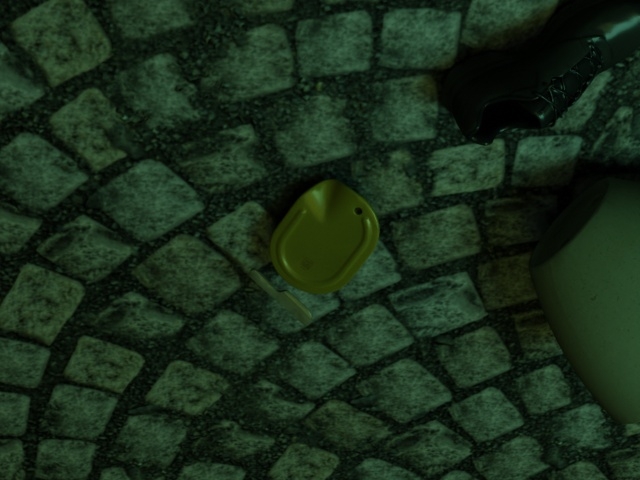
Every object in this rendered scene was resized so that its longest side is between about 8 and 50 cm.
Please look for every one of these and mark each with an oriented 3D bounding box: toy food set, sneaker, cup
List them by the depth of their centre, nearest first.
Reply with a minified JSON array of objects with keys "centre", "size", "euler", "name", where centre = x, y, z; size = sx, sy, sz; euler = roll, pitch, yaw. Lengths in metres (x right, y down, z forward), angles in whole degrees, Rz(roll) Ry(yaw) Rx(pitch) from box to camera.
[{"centre":[0.296,-0.205,1.769],"size":[0.286,0.130,0.109],"euler":[-30,128,16],"name":"sneaker"},{"centre":[0.428,0.052,1.932],"size":[0.237,0.331,0.331],"euler":[39,120,-5],"name":"cup"},{"centre":[0.000,0.000,1.962],"size":[0.128,0.071,0.218],"euler":[36,120,-6],"name":"toy food set"}]
